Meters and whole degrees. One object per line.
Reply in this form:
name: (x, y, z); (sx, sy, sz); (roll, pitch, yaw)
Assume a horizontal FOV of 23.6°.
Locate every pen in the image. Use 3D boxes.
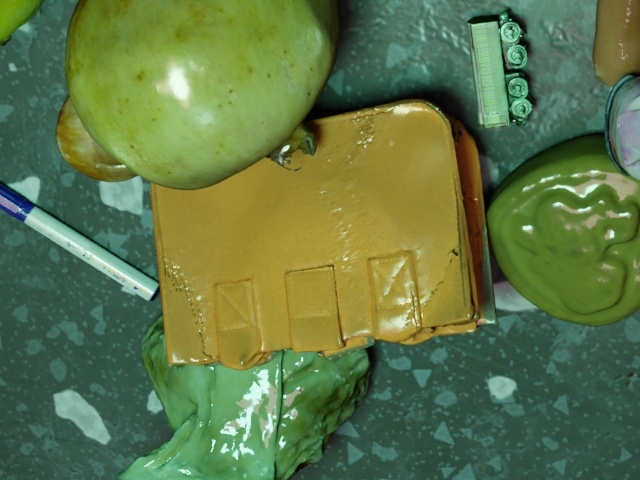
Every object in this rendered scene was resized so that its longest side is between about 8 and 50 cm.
pen: (-0.339, 0.004, 2.121); (0.269, 0.033, 0.033); (33, 119, -3)

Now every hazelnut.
hazelnut: (-0.258, -0.149, 1.954); (0.150, 0.150, 0.150); (6, 117, 12)

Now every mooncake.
mooncake: (0.315, -0.013, 1.897); (0.235, 0.117, 0.234); (6, 120, 10)

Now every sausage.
sausage: (0.358, -0.266, 1.782); (0.077, 0.077, 0.194); (7, 120, 11)

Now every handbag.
handbag: (0.000, 0.000, 1.913); (0.410, 0.116, 0.303); (-9, 79, 19)

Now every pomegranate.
pomegranate: (-0.127, -0.208, 1.797); (0.338, 0.338, 0.338); (6, 117, 12)

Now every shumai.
shumai: (-0.104, 0.238, 2.029); (0.330, 0.288, 0.292); (-16, 110, 23)

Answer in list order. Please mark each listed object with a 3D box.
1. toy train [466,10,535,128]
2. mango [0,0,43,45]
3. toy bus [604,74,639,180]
toy train: (0.219, -0.207, 1.867); (0.071, 0.038, 0.147); (-3, 114, 15)
mango: (-0.516, -0.357, 1.898); (0.365, 0.182, 0.253); (18, 123, 2)
toy bus: (0.484, -0.132, 1.742); (0.303, 0.147, 0.127); (-4, 105, -2)
